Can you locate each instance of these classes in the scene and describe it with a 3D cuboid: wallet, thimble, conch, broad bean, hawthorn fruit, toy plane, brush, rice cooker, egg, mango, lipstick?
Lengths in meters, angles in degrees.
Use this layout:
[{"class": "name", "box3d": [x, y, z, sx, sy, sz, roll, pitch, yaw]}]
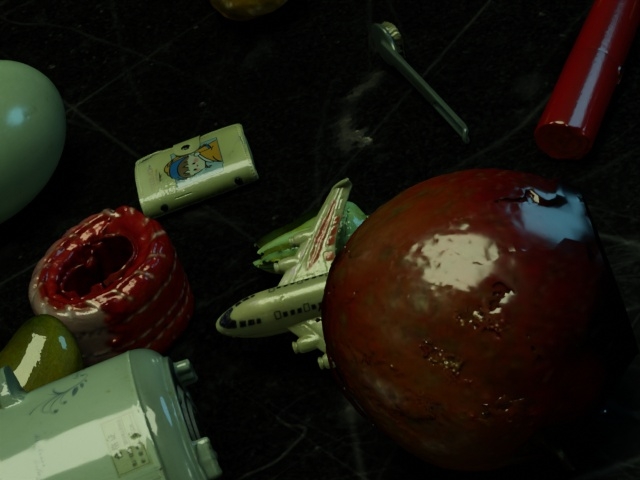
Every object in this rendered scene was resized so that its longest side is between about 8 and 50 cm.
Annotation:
[{"class": "wallet", "box3d": [-0.164, -0.093, 2.051, 0.155, 0.039, 0.110, -20, 41, 2]}, {"class": "thimble", "box3d": [-0.243, 0.064, 1.851, 0.163, 0.125, 0.189, 8, 49, 28]}, {"class": "conch", "box3d": [0.003, 0.002, 1.837, 0.201, 0.079, 0.095, -18, 15, 21]}, {"class": "broad bean", "box3d": [-0.107, -0.406, 2.305, 0.156, 0.122, 0.228, -20, 37, 0]}, {"class": "hawthorn fruit", "box3d": [0.157, 0.070, 1.531, 0.316, 0.316, 0.316, -13, 41, 12]}, {"class": "toy plane", "box3d": [0.010, 0.061, 1.737, 0.256, 0.104, 0.242, -21, 70, 18]}, {"class": "brush", "box3d": [0.133, -0.203, 2.030, 0.027, 0.062, 0.266, -24, 45, -11]}, {"class": "rice cooker", "box3d": [-0.233, 0.256, 1.536, 0.317, 0.316, 0.264, -25, 1, -3]}, {"class": "egg", "box3d": [-0.459, -0.120, 2.092, 0.203, 0.203, 0.282, 17, 54, 37]}, {"class": "mango", "box3d": [-0.368, 0.216, 1.728, 0.289, 0.129, 0.146, -38, 64, -6]}, {"class": "lipstick", "box3d": [0.335, -0.213, 1.927, 0.073, 0.073, 0.279, 4, 48, 29]}]
